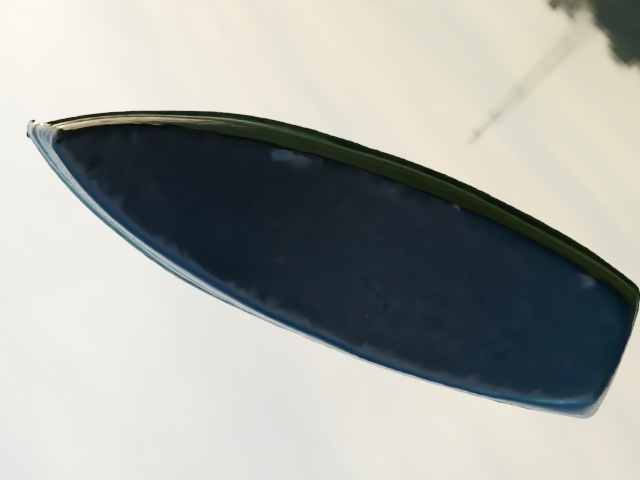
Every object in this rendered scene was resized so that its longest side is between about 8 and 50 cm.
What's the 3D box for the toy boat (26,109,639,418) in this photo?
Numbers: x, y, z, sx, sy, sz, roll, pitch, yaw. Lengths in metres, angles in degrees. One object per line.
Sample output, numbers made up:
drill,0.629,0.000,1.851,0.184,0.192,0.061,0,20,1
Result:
toy boat,0.000,0.000,0.869,0.299,0.096,0.062,21,-175,3
